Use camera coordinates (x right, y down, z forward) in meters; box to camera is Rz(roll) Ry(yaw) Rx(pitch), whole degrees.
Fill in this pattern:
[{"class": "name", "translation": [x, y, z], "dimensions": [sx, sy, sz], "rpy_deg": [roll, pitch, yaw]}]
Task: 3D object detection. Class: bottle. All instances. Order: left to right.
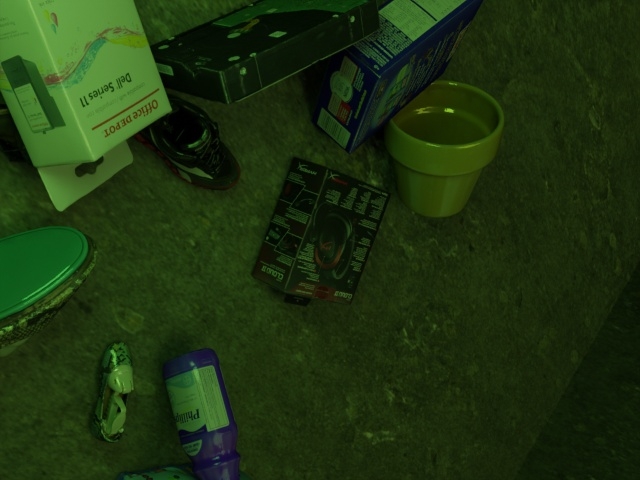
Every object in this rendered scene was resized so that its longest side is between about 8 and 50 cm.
[{"class": "bottle", "translation": [-0.214, 0.350, 1.442], "dimensions": [0.092, 0.118, 0.282], "rpy_deg": [-7, 76, -44]}]

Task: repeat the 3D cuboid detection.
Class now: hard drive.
[{"class": "hard drive", "translation": [-0.098, -0.330, 1.276], "dimensions": [0.339, 0.237, 0.064], "rpy_deg": [-35, 129, -31]}]

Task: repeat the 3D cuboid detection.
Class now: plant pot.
[{"class": "plant pot", "translation": [0.263, -0.191, 1.713], "dimensions": [0.254, 0.254, 0.239], "rpy_deg": [-35, 145, -30]}]

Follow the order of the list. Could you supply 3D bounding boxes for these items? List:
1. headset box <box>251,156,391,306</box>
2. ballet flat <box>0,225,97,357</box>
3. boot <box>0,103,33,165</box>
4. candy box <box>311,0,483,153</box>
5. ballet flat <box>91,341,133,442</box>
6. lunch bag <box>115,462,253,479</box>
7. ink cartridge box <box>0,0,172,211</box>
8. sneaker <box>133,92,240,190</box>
[{"class": "headset box", "translation": [0.000, 0.000, 1.606], "dimensions": [0.218, 0.110, 0.293], "rpy_deg": [16, 95, -47]}, {"class": "ballet flat", "translation": [-0.547, 0.136, 1.106], "dimensions": [0.483, 0.164, 0.182], "rpy_deg": [-28, 147, -28]}, {"class": "boot", "translation": [-0.437, -0.146, 1.104], "dimensions": [0.219, 0.082, 0.106], "rpy_deg": [-25, 120, -50]}, {"class": "candy box", "translation": [0.147, -0.356, 1.503], "dimensions": [0.317, 0.122, 0.268], "rpy_deg": [-41, 169, -24]}, {"class": "ballet flat", "translation": [-0.366, 0.279, 1.390], "dimensions": [0.070, 0.070, 0.188], "rpy_deg": [-1, 107, -45]}, {"class": "lunch bag", "translation": [-0.249, 0.528, 1.498], "dimensions": [0.293, 0.221, 0.138], "rpy_deg": [20, 92, -48]}, {"class": "ink cartridge box", "translation": [-0.336, -0.238, 1.077], "dimensions": [0.207, 0.119, 0.353], "rpy_deg": [-53, 134, -52]}, {"class": "sneaker", "translation": [-0.214, -0.159, 1.306], "dimensions": [0.276, 0.135, 0.097], "rpy_deg": [42, 74, -47]}]
